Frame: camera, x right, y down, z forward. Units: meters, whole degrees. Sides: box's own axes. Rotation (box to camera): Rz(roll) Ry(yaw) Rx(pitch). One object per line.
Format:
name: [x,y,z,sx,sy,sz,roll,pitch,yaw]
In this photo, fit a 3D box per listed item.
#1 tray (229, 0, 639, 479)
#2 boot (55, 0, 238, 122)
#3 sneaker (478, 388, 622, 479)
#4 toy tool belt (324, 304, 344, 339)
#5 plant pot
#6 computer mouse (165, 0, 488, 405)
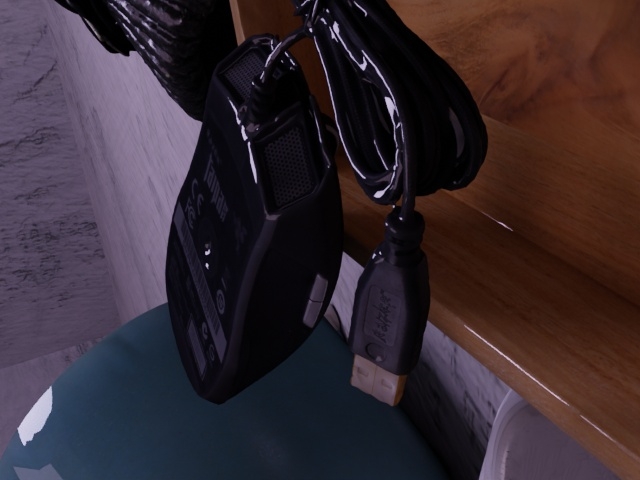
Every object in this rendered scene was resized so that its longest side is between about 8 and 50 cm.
tray: [0.068,-0.061,0.379,0.411,0.076,0.203,-139,35,-59]
boot: [-0.115,-0.192,0.822,0.260,0.131,0.348,36,-173,14]
sneaker: [0.099,0.168,0.528,0.094,0.080,0.212,-104,23,-81]
toy tool belt: [-0.005,0.094,0.886,0.052,0.051,0.083,108,142,-65]
plant pot: [-0.034,0.213,0.709,0.235,0.293,0.293,41,147,40]
computer mouse: [0.000,0.000,0.433,0.262,0.060,0.184,107,147,-43]
